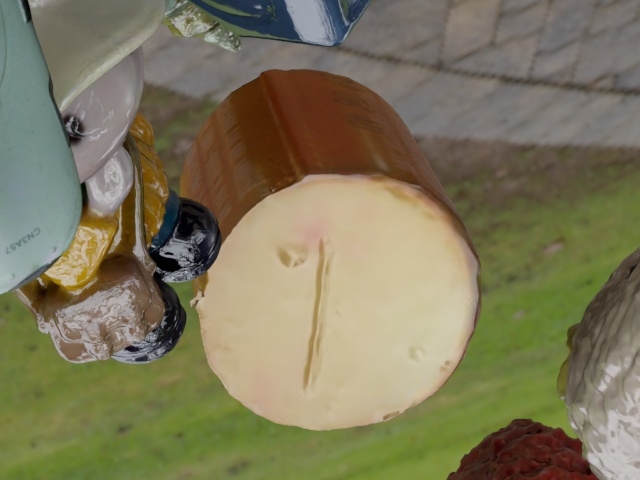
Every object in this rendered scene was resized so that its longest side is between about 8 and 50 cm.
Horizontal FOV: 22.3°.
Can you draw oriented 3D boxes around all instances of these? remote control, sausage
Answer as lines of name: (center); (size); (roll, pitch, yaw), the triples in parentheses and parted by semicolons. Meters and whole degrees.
remote control: (-0.156, -0.076, 0.656); (0.097, 0.045, 0.256); (-36, 136, -18)
sausage: (0.000, 0.000, 1.380); (0.233, 0.287, 0.233); (-3, 113, -7)

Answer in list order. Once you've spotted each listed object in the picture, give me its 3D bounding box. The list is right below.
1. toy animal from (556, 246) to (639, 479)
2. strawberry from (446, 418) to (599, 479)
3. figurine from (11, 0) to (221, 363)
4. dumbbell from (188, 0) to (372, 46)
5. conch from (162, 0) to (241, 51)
toy animal: (0.273, 0.075, 1.011); (0.358, 0.188, 0.226); (9, 132, -45)
strawberry: (0.218, 0.316, 1.516); (0.310, 0.292, 0.292); (-40, 172, -36)
figurine: (-0.173, -0.062, 0.902); (0.204, 0.185, 0.332); (15, 150, 9)
dumbbell: (0.024, -0.261, 0.855); (0.144, 0.160, 0.325); (44, 70, -35)
conch: (-0.194, -0.322, 1.527); (0.203, 0.386, 0.169); (-28, -160, 23)
